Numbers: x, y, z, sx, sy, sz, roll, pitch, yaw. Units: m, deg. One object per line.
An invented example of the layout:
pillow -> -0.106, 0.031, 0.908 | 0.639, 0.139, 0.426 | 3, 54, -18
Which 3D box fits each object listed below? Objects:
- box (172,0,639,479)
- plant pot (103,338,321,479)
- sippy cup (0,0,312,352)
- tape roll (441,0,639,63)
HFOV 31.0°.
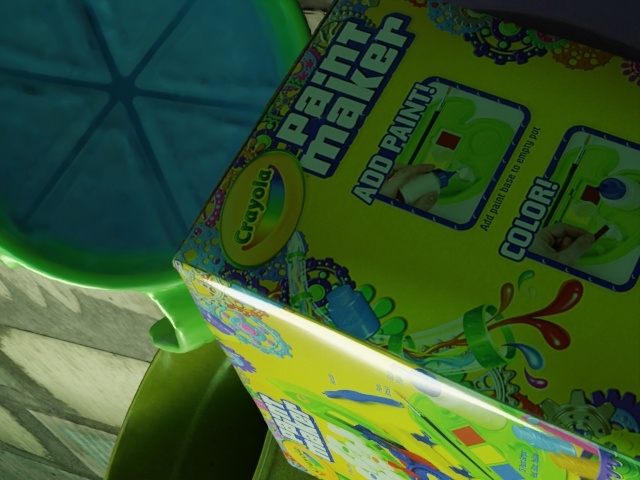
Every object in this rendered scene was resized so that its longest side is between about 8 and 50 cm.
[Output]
box -> 0.115, 0.056, 0.595 | 0.279, 0.177, 0.290 | 22, 158, 19
plant pot -> 0.011, 0.263, 1.151 | 0.353, 0.366, 0.366 | 26, 155, -24
sippy cup -> -0.144, -0.091, 0.750 | 0.240, 0.305, 0.224 | 12, 179, -19
tape roll -> 0.144, -0.068, 0.686 | 0.275, 0.090, 0.275 | 20, 152, 11
